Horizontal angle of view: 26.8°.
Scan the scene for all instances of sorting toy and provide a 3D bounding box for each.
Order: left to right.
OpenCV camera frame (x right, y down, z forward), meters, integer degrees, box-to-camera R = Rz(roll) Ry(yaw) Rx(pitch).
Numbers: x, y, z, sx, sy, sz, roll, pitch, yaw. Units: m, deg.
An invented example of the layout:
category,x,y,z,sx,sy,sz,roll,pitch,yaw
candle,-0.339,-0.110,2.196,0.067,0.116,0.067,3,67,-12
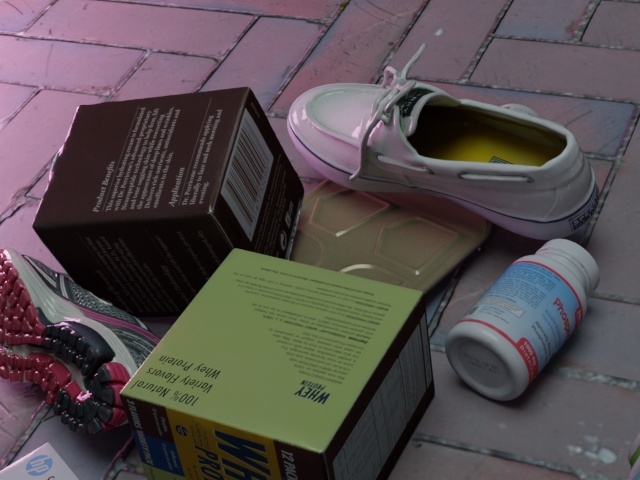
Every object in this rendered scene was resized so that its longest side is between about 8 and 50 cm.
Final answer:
category,x,y,z,sx,sy,sz,roll,pitch,yaw
sorting toy,0.000,0.000,1.439,0.307,0.041,0.229,26,56,37

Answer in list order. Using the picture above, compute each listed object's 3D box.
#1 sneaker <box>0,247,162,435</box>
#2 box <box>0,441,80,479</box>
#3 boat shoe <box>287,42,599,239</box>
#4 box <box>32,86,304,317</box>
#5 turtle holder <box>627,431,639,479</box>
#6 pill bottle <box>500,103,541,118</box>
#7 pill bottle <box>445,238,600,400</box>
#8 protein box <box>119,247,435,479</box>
category,x,y,z,sx,sy,sz,roll,pitch,yaw
sneaker,-0.244,0.100,1.330,0.112,0.120,0.299,-4,27,-41
box,-0.280,0.274,1.170,0.186,0.038,0.145,-29,43,-23
boat shoe,0.104,-0.118,1.376,0.367,0.156,0.136,24,65,34
box,-0.148,-0.034,1.368,0.203,0.167,0.168,-3,52,23
turtle holder,0.344,0.214,0.945,0.243,0.227,0.320,-7,39,5
pill bottle,0.203,-0.091,1.472,0.067,0.067,0.120,5,42,19
pill bottle,0.195,0.070,1.265,0.087,0.087,0.160,22,50,34
protein box,-0.031,0.137,1.199,0.200,0.136,0.201,12,44,25
